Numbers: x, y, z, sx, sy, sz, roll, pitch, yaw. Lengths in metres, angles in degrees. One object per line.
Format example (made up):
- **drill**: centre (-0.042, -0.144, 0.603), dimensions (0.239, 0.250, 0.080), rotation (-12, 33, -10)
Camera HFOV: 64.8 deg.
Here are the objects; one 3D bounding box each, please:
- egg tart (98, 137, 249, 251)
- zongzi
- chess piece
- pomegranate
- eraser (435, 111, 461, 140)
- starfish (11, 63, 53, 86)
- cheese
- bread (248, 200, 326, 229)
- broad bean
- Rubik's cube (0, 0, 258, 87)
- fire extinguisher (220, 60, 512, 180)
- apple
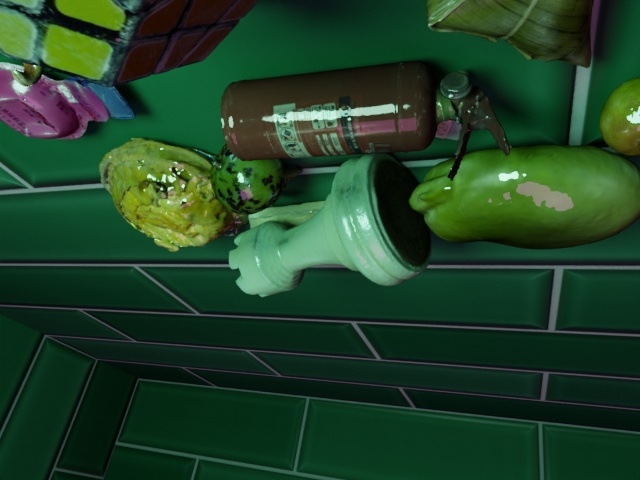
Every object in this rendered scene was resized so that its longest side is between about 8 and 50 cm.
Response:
- **egg tart**: centre (-0.251, -0.059, 0.892), dimensions (0.291, 0.106, 0.290), rotation (9, 152, 5)
- **zongzi**: centre (0.222, -0.236, 0.415), dimensions (0.205, 0.094, 0.205), rotation (16, 151, -17)
- **chess piece**: centre (0.000, 0.000, 0.791), dimensions (0.299, 0.194, 0.195), rotation (-19, 139, 34)
- **pomegranate**: centre (-0.096, -0.098, 0.773), dimensions (0.122, 0.122, 0.162), rotation (-18, 169, 42)
- **eraser**: centre (0.147, -0.155, 0.663), dimensions (0.083, 0.019, 0.038), rotation (11, 150, 1)
- **starfish**: centre (-0.445, -0.283, 0.558), dimensions (0.303, 0.112, 0.312), rotation (25, 146, -22)
- **cheese**: centre (-0.387, -0.201, 0.731), dimensions (0.245, 0.062, 0.155), rotation (1, 151, 17)
- **bread**: centre (-0.052, -0.037, 0.898), dimensions (0.154, 0.028, 0.068), rotation (-8, 150, -4)
- **broad bean**: centre (0.270, -0.055, 0.679), dimensions (0.291, 0.119, 0.238), rotation (-1, 165, 33)
- **Rubik's cube**: centre (-0.153, -0.261, 0.321), dimensions (0.264, 0.318, 0.319), rotation (-17, 151, -5)
- **fire extinguisher**: centre (0.048, -0.136, 0.601), dimensions (0.337, 0.147, 0.106), rotation (1, 162, 21)
- **apple**: centre (0.361, -0.137, 0.561), dimensions (0.090, 0.074, 0.089), rotation (7, 152, 4)
